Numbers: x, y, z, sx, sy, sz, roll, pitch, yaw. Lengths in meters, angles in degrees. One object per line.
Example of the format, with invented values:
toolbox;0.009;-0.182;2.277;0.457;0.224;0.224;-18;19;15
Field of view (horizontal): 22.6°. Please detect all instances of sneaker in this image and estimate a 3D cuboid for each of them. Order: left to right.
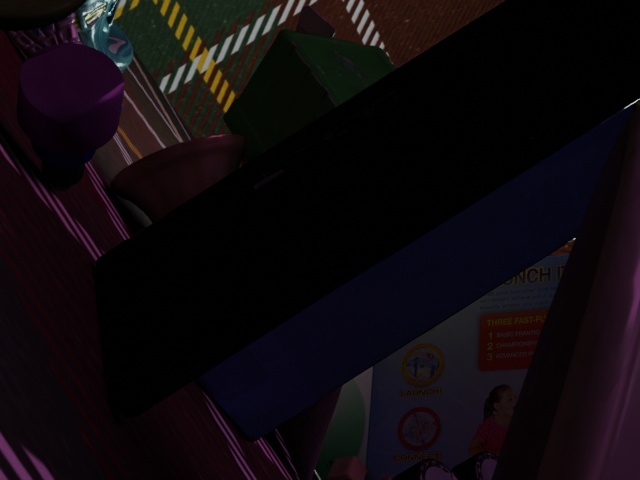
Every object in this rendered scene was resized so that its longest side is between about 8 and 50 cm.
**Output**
sneaker;-0.229;-0.159;1.387;0.166;0.065;0.076;61;-16;9
sneaker;-0.259;-0.270;1.783;0.107;0.110;0.275;58;-1;25

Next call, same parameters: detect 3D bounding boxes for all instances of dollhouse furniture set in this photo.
dollhouse furniture set;0.045;0.239;1.413;0.114;0.091;0.081;-55;131;-76

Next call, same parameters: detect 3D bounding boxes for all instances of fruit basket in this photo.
fruit basket;0.000;0.000;1.493;0.327;0.165;0.353;-122;-142;-57

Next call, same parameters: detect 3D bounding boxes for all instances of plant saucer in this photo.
plant saucer;0.139;0.136;0.802;0.100;0.400;0.400;18;-5;7

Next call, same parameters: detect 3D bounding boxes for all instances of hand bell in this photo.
hand bell;-0.084;0.042;1.383;0.126;0.126;0.242;57;12;-78

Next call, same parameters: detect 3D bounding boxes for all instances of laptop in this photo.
laptop;0.080;0.018;1.027;0.236;0.382;0.408;57;0;-18

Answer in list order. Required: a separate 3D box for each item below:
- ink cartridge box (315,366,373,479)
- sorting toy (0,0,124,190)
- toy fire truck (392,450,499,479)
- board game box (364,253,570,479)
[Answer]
ink cartridge box;0.078;0.174;1.618;0.056;0.225;0.181;1;49;-48
sorting toy;-0.229;-0.177;1.115;0.365;0.127;0.126;61;-28;29
toy fire truck;0.108;0.299;1.175;0.217;0.158;0.246;5;55;-55
board game box;0.199;0.168;1.467;0.086;0.308;0.302;48;42;-55
